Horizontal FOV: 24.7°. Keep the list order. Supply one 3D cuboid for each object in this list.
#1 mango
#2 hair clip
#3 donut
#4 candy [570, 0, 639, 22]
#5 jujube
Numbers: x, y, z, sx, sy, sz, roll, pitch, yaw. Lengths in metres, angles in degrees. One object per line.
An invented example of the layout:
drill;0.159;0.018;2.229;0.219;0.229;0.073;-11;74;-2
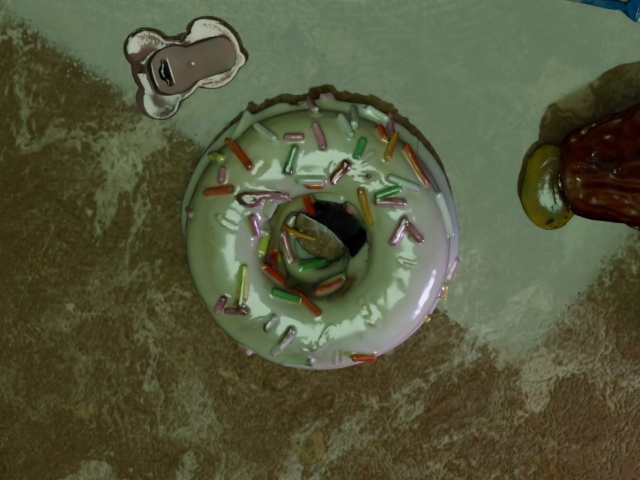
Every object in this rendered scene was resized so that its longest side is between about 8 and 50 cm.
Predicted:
mango;0.303;-0.070;1.934;0.079;0.057;0.114;-4;97;8
hair clip;-0.180;-0.233;1.925;0.138;0.102;0.123;-27;106;-24
donut;0.000;0.000;1.922;0.383;0.142;0.382;0;105;1
candy;0.363;-0.337;1.870;0.136;0.038;0.088;18;119;5
jujube;0.443;-0.091;1.813;0.290;0.197;0.197;-2;106;22
